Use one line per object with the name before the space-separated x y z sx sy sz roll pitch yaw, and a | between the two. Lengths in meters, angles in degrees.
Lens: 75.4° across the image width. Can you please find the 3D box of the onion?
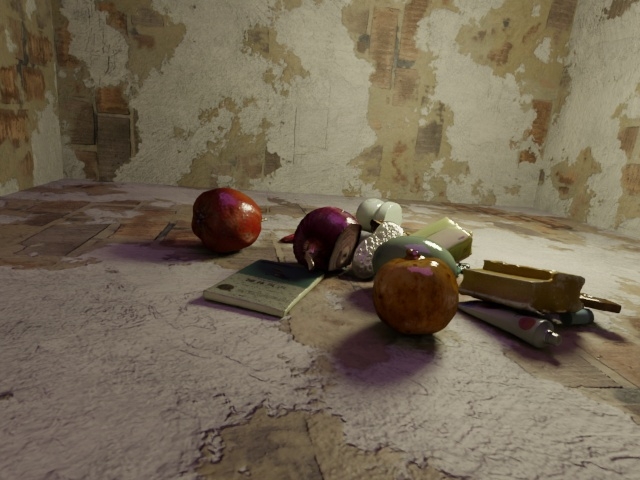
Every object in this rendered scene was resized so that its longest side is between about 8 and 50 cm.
onion | 0.012 -0.008 1.553 0.230 0.256 0.272 28 -4 33

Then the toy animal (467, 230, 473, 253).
toy animal | 0.630 0.010 1.979 0.233 0.121 0.169 -5 6 -43

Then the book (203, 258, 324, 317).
book | -0.165 0.142 1.348 0.264 0.031 0.379 11 16 15

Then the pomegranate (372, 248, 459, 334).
pomegranate | 0.256 0.139 1.118 0.248 0.248 0.248 5 15 -1

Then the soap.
soap | 0.622 0.147 1.305 0.259 0.143 0.281 1 6 -26

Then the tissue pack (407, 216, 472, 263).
tissue pack | 0.437 0.030 1.586 0.234 0.125 0.159 -25 44 -13

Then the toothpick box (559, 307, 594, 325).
toothpick box | 0.791 0.236 1.278 0.083 0.052 0.052 0 16 -15

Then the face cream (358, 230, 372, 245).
face cream | 0.209 -0.002 1.936 0.250 0.077 0.077 17 19 39

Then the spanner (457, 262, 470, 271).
spanner | 0.604 0.145 1.628 0.087 0.024 0.316 1 16 -9

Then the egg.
egg | 0.312 0.087 1.385 0.283 0.202 0.203 14 17 23

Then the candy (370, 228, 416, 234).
candy | 0.345 -0.007 1.946 0.234 0.104 0.102 16 19 34

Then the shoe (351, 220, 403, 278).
shoe | 0.208 0.060 1.633 0.124 0.159 0.316 38 55 11

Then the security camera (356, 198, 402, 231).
security camera | 0.300 -0.127 2.238 0.236 0.194 0.195 14 17 41

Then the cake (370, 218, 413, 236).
cake | 0.303 0.004 1.809 0.112 0.135 0.246 3 19 -35

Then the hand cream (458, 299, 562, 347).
hand cream | 0.544 0.227 1.212 0.124 0.077 0.341 -1 11 -24

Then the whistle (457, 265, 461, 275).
whistle | 0.498 0.134 1.593 0.039 0.039 0.186 15 17 32

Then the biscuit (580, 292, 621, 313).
biscuit | 0.827 0.188 1.384 0.184 0.047 0.320 6 3 -16

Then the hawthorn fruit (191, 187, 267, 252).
hawthorn fruit | -0.355 -0.086 1.712 0.330 0.287 0.287 -2 16 -44

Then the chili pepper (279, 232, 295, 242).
chili pepper | -0.099 -0.014 1.934 0.191 0.050 0.059 -11 21 -12
